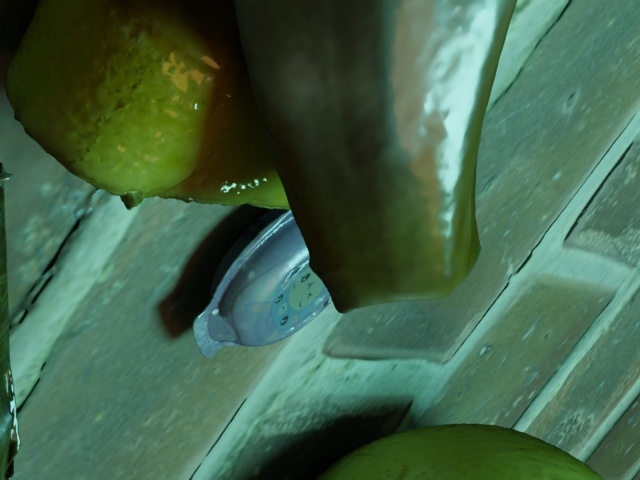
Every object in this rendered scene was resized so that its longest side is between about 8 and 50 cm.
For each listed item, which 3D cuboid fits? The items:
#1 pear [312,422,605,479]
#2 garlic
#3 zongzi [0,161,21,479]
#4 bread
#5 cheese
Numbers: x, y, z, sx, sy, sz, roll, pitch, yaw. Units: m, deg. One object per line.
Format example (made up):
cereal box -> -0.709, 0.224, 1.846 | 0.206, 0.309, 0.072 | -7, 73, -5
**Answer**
pear -> 0.102, 0.304, 1.018 | 0.348, 0.348, 0.348 | -34, 149, -24
garlic -> 0.034, -0.124, 0.519 | 0.143, 0.112, 0.318 | -14, 115, -51
zongzi -> -0.224, 0.096, 0.547 | 0.221, 0.112, 0.242 | -17, 132, -42
bread -> -0.026, -0.075, 0.612 | 0.245, 0.102, 0.094 | 2, 131, -53
cheese -> 0.000, 0.000, 0.798 | 0.191, 0.042, 0.105 | -41, 153, -16
